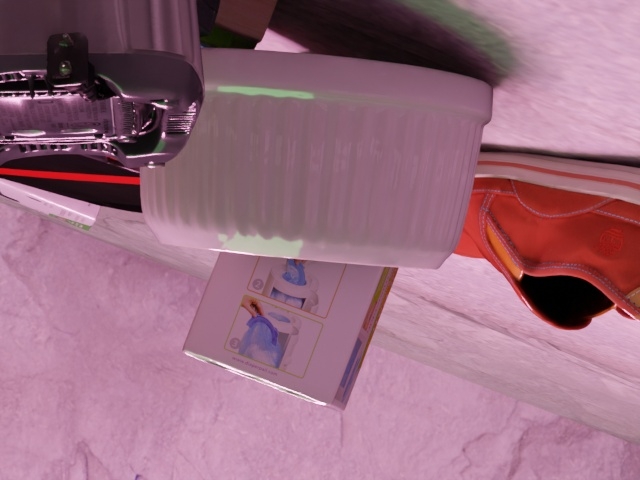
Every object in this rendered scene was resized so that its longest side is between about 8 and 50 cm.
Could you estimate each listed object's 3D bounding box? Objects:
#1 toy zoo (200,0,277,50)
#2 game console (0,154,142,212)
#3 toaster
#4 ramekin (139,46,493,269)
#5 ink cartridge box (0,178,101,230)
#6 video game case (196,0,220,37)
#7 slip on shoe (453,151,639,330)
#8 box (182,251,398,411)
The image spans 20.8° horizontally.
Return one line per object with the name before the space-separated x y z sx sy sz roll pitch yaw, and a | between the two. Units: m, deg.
toy zoo | -0.137 -0.149 1.112 0.192 0.030 0.293 21 174 -6
game console | -0.215 -0.081 1.540 0.342 0.060 0.386 17 173 -37
toaster | -0.115 -0.113 0.723 0.129 0.146 0.227 -3 174 -5
ramekin | -0.008 -0.044 1.002 0.207 0.109 0.207 5 180 0
ink cartridge box | -0.331 -0.092 1.906 0.208 0.087 0.153 22 173 -8
video game case | -0.233 -0.161 0.920 0.275 0.035 0.248 -5 152 38
slip on shoe | 0.156 0.005 1.173 0.123 0.101 0.331 22 175 -26
box | 0.000 0.000 1.151 0.103 0.203 0.114 20 175 8
